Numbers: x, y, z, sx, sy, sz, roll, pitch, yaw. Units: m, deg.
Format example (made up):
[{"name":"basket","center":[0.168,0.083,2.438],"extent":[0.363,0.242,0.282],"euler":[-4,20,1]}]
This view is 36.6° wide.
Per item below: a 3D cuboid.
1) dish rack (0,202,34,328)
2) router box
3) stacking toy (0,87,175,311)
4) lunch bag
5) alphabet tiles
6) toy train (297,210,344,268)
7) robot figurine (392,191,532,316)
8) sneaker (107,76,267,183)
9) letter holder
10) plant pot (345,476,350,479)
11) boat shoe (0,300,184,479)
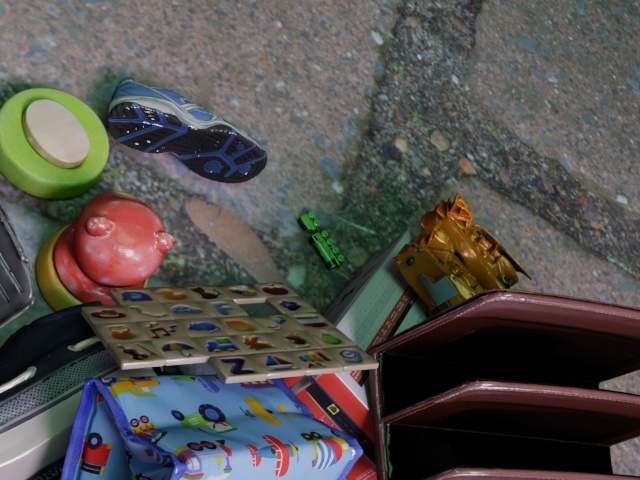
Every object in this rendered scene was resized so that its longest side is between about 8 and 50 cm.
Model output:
[{"name":"dish rack","center":[-0.384,0.041,0.806],"extent":[0.208,0.272,0.074],"euler":[57,7,4]},{"name":"router box","center":[0.126,0.177,1.103],"extent":[0.301,0.082,0.335],"euler":[48,30,-2]},{"name":"stacking toy","center":[-0.308,-0.064,0.973],"extent":[0.309,0.130,0.279],"euler":[3,64,-34]},{"name":"lunch bag","center":[-0.130,0.273,0.846],"extent":[0.138,0.293,0.221],"euler":[34,17,38]},{"name":"alphabet tiles","center":[-0.094,0.084,0.918],"extent":[0.237,0.009,0.198],"euler":[-1,21,-31]},{"name":"toy train","center":[0.000,0.000,1.223],"extent":[0.024,0.017,0.083],"euler":[-31,85,-31]},{"name":"robot figurine","center":[0.216,0.089,1.149],"extent":[0.291,0.085,0.211],"euler":[47,31,-4]},{"name":"sneaker","center":[-0.152,-0.135,1.151],"extent":[0.211,0.080,0.081],"euler":[24,33,-33]},{"name":"letter holder","center":[0.231,0.161,0.919],"extent":[0.302,0.214,0.152],"euler":[11,62,-28]},{"name":"plant pot","center":[-0.017,0.267,1.013],"extent":[0.109,0.096,0.109],"euler":[48,50,-3]},{"name":"boat shoe","center":[-0.296,0.180,0.873],"extent":[0.341,0.127,0.158],"euler":[-25,39,-22]}]
